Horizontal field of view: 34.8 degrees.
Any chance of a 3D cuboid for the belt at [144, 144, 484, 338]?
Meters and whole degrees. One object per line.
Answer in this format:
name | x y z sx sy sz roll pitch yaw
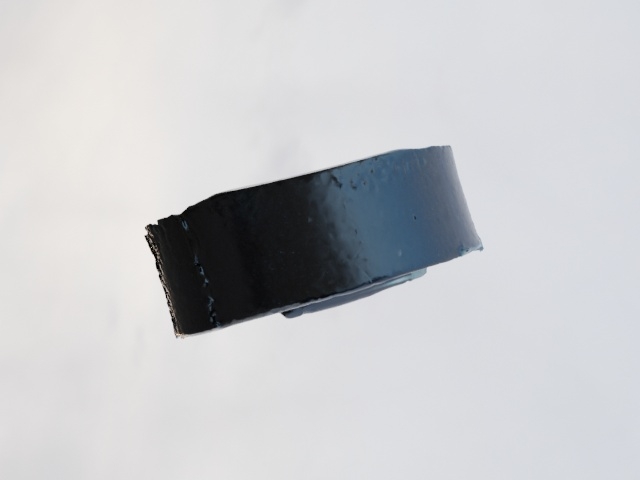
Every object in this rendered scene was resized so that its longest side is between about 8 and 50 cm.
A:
belt | 0.000 0.000 0.593 0.151 0.198 0.078 -18 -91 66
